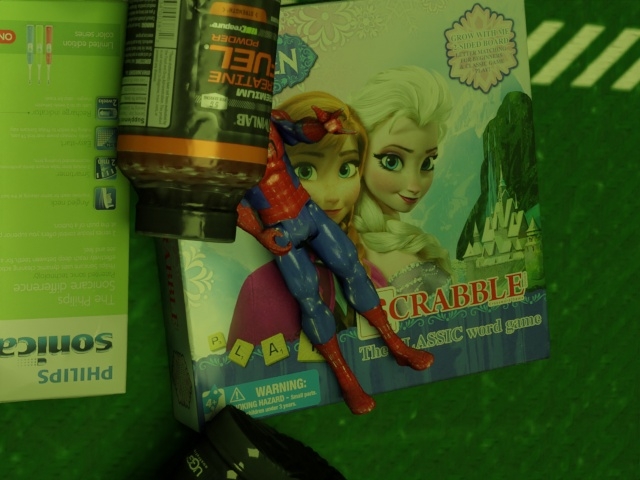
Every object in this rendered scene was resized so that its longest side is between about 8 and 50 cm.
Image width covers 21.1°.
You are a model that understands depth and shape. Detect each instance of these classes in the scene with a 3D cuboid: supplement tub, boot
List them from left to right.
[{"bbox_3d":[-0.084,-0.099,1.175,0.106,0.106,0.198,4,92,-25],"label":"supplement tub"},{"bbox_3d":[-0.078,0.248,1.351,0.207,0.094,0.246,-43,139,7],"label":"boot"}]

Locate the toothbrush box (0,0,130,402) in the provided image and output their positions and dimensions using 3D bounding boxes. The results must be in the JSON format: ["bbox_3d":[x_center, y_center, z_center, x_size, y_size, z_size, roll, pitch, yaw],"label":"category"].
[{"bbox_3d":[-0.249,-0.033,1.215,0.206,0.122,0.283,-2,97,-26],"label":"toothbrush box"}]

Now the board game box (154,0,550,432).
[{"bbox_3d":[0.023,-0.034,1.370,0.319,0.066,0.318,-11,101,-22],"label":"board game box"}]

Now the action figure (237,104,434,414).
[{"bbox_3d":[0.000,0.000,1.257,0.091,0.139,0.280,-36,107,-15],"label":"action figure"}]
